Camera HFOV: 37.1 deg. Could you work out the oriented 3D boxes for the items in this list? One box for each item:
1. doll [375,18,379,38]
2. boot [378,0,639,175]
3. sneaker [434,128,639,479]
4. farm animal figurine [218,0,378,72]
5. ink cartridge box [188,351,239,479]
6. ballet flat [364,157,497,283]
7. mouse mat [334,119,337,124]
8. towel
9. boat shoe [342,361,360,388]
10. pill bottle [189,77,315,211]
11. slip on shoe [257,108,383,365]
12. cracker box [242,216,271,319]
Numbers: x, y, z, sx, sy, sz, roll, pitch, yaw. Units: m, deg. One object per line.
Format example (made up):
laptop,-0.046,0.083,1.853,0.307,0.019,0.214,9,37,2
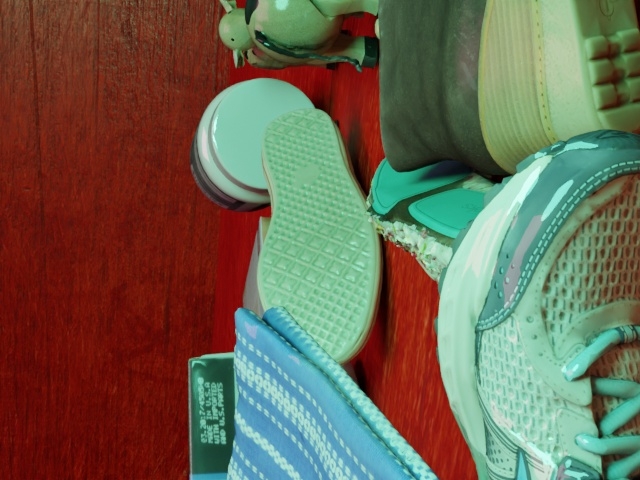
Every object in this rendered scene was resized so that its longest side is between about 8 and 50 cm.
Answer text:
doll,0.081,-0.199,0.705,0.189,0.046,0.129,-168,79,-80
boot,0.079,-0.156,0.503,0.207,0.090,0.248,-174,78,-65
sneaker,0.116,0.100,0.369,0.122,0.110,0.283,-139,45,-61
farm animal figurine,-0.034,-0.281,0.989,0.327,0.172,0.330,-101,17,-51
ink cartridge box,-0.090,0.281,0.988,0.307,0.072,0.304,104,162,-77
ballet flat,0.081,-0.001,0.581,0.241,0.091,0.077,-109,-1,-72
mouse mat,0.010,-0.031,1.152,0.152,0.007,0.190,111,158,-59
towel,-0.007,0.230,0.479,0.243,0.040,0.336,42,130,54
boat shoe,-0.006,0.260,0.924,0.109,0.094,0.302,120,150,-68
pill bottle,-0.089,-0.125,1.279,0.283,0.161,0.161,170,102,-79
slip on shoe,0.000,0.000,0.957,0.331,0.123,0.101,-99,-7,-46
cracker box,-0.065,0.092,1.356,0.232,0.067,0.156,108,161,-57
